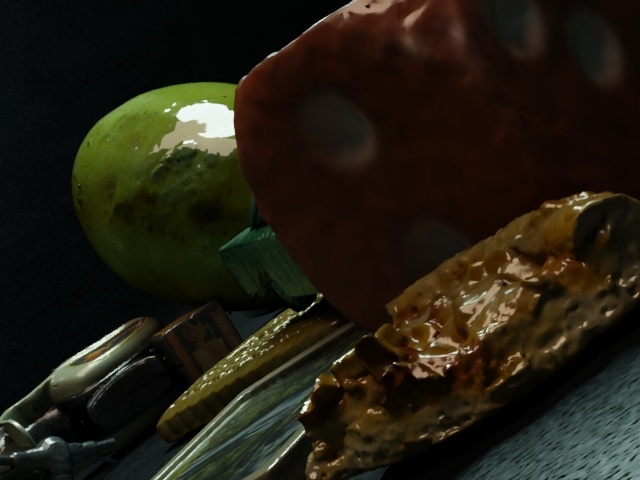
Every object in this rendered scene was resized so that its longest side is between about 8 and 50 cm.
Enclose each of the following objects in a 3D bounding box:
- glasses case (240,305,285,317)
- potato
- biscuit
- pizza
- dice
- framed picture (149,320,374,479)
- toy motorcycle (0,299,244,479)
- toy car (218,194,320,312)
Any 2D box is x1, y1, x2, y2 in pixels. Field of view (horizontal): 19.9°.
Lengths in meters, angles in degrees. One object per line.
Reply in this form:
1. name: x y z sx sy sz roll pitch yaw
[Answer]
1. glasses case: 0.000 0.000 1.764 0.092 0.059 0.233 -25 12 46
2. potato: -0.086 -0.039 1.601 0.304 0.216 0.216 -1 31 49
3. biscuit: -0.007 0.062 1.321 0.254 0.029 0.172 -32 5 47
4. pizza: 0.050 0.044 0.766 0.161 0.062 0.182 -43 7 -16
5. dice: 0.076 -0.057 0.917 0.175 0.179 0.174 -27 9 44
6. framed picture: -0.034 0.110 1.029 0.240 0.020 0.324 -35 4 34
7. toy motorcycle: -0.198 0.149 1.541 0.263 0.091 0.157 -36 8 -23
8. toy car: 0.023 -0.024 1.187 0.141 0.097 0.320 -36 7 -16
